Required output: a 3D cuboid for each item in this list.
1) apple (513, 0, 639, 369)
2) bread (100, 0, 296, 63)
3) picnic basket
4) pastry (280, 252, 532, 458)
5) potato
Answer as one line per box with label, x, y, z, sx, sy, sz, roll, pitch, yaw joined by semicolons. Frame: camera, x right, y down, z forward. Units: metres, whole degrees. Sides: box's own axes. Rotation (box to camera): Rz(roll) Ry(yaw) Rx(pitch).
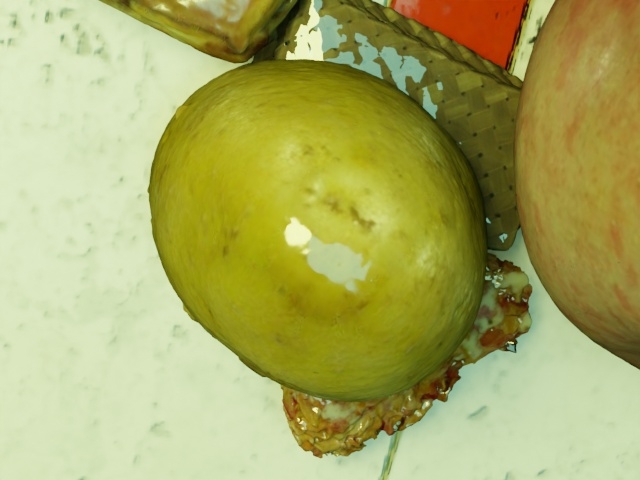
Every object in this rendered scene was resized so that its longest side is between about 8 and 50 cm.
apple;0.258;-0.026;0.645;0.344;0.345;0.269;35;98;-14
bread;-0.073;-0.235;0.670;0.210;0.099;0.235;27;103;-11
picnic basket;0.051;-0.069;0.744;0.193;0.055;0.110;24;98;-13
pastry;0.046;0.058;0.770;0.169;0.063;0.087;-35;128;-3
potato;0.000;0.000;0.645;0.178;0.158;0.204;-25;94;4
